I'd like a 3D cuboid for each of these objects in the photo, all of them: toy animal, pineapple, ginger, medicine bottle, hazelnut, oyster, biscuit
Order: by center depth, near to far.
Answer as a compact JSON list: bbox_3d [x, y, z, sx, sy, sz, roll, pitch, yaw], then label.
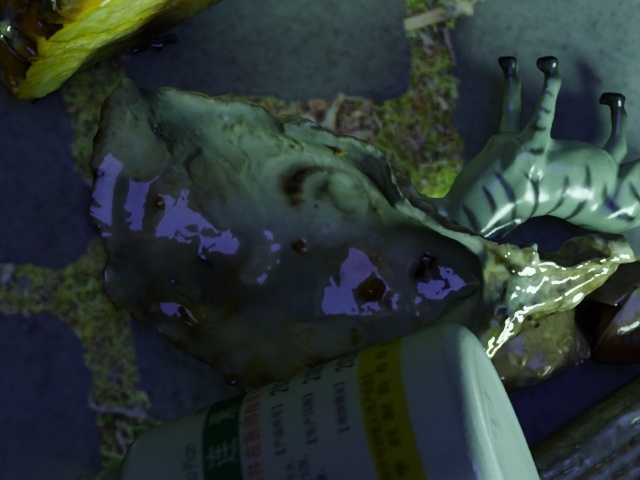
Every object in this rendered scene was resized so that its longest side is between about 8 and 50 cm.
[{"bbox_3d":[-0.032,0.201,1.078,0.339,0.208,0.208,-20,83,10],"label":"medicine bottle"},{"bbox_3d":[-0.112,-0.277,1.165,0.344,0.286,0.209,-31,87,-17],"label":"pineapple"},{"bbox_3d":[0.004,0.028,1.203,0.396,0.111,0.204,20,92,10],"label":"oyster"},{"bbox_3d":[0.219,0.145,1.240,0.239,0.108,0.062,-33,85,-16],"label":"biscuit"},{"bbox_3d":[0.115,0.083,1.255,0.165,0.067,0.096,-31,73,-6],"label":"ginger"},{"bbox_3d":[0.229,0.054,1.276,0.086,0.086,0.086,2,79,-11],"label":"hazelnut"},{"bbox_3d":[0.173,-0.045,1.290,0.217,0.073,0.176,14,86,-14],"label":"toy animal"}]
